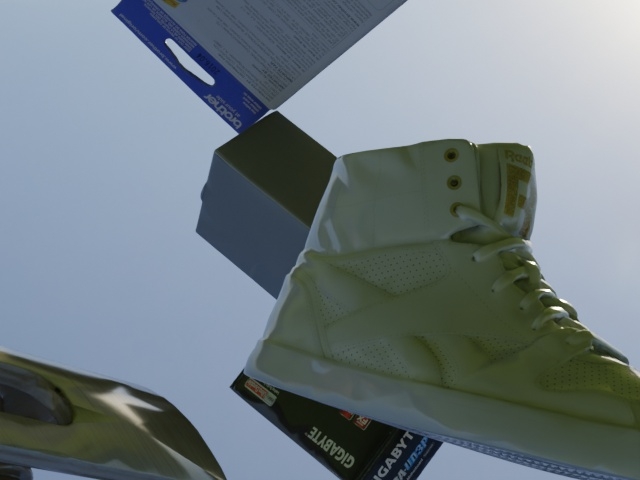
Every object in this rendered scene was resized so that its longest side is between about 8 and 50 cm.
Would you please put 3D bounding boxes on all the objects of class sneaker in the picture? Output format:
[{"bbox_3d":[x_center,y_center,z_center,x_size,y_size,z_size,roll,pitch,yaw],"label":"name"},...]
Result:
[{"bbox_3d":[0.096,0.027,0.736,0.292,0.169,0.108,13,170,39],"label":"sneaker"}]

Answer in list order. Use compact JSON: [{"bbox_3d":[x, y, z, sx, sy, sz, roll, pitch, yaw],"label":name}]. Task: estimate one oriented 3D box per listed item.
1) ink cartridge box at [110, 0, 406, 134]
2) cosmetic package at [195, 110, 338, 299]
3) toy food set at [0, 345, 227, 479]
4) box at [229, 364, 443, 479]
[{"bbox_3d":[-0.038,-0.246,1.315,0.186,0.311,0.065,42,-141,-14],"label":"ink cartridge box"},{"bbox_3d":[0.000,0.000,1.371,0.238,0.127,0.107,42,-128,17],"label":"cosmetic package"},{"bbox_3d":[-0.206,0.117,0.428,0.219,0.306,0.092,28,-145,-59],"label":"toy food set"},{"bbox_3d":[0.038,0.098,1.148,0.051,0.175,0.220,40,175,-32],"label":"box"}]
